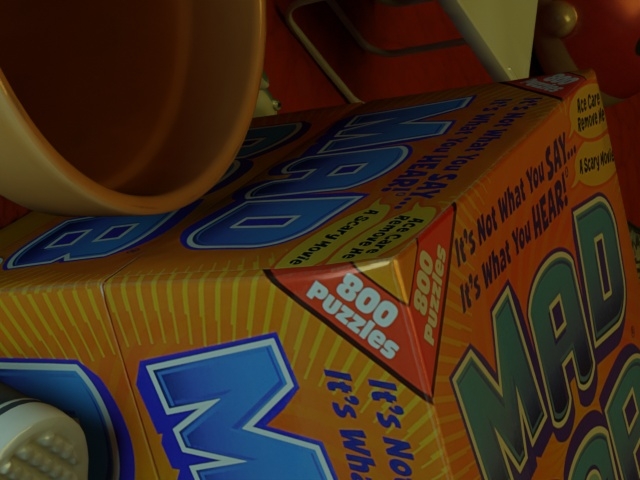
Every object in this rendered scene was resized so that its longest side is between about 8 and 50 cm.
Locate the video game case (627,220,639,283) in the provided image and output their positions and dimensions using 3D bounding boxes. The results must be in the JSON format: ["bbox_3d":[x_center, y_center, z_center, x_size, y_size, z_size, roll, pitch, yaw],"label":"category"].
[{"bbox_3d":[0.395,0.097,2.059,0.248,0.035,0.275,22,67,-58],"label":"video game case"}]

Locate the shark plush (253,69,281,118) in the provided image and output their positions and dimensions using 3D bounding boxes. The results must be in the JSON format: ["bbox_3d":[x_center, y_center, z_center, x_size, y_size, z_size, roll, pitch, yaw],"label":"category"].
[{"bbox_3d":[-0.059,-0.127,1.260,0.161,0.073,0.067,20,37,-53],"label":"shark plush"}]

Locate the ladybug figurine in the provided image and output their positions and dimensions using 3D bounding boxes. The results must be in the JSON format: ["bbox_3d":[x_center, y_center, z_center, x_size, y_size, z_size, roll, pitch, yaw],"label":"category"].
[{"bbox_3d":[0.398,-0.334,2.010,0.449,0.162,0.305,-41,121,-56],"label":"ladybug figurine"}]

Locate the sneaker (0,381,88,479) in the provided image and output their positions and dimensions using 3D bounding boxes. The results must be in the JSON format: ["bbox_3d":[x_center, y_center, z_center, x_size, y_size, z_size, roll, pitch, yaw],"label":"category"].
[{"bbox_3d":[-0.215,0.214,0.859,0.126,0.127,0.321,-18,126,-55],"label":"sneaker"}]

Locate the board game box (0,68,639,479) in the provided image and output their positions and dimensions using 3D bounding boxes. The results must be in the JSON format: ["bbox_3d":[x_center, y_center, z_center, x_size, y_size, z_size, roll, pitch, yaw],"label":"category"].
[{"bbox_3d":[0.000,0.124,1.005,0.356,0.356,0.356,-40,120,-56],"label":"board game box"}]

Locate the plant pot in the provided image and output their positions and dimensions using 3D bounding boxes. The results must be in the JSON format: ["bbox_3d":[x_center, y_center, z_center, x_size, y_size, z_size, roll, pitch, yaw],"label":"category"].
[{"bbox_3d":[-0.190,-0.151,0.867,0.291,0.203,0.291,15,73,-60],"label":"plant pot"}]

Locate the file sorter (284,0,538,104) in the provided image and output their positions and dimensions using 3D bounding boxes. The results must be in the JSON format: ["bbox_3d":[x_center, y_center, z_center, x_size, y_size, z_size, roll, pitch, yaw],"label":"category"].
[{"bbox_3d":[0.095,-0.287,1.438,0.193,0.173,0.278,46,46,-47],"label":"file sorter"}]
